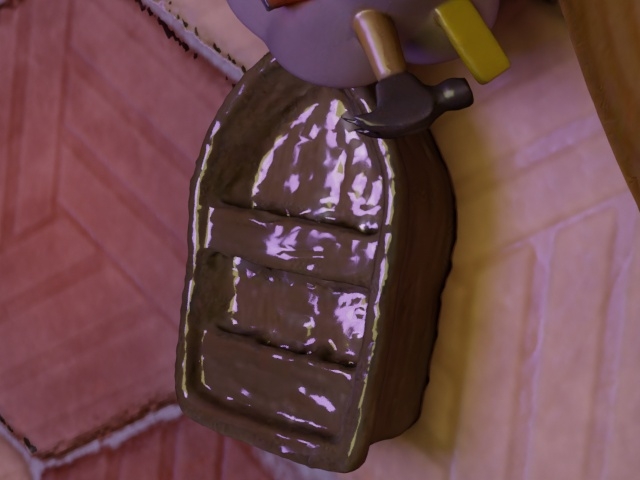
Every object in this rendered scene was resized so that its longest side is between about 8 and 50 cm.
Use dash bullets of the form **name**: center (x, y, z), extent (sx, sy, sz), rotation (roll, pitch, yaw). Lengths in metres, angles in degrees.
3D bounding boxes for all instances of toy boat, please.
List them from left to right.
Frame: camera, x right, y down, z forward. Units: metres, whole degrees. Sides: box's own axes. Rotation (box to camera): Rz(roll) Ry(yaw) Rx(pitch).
- **toy boat**: center (0.000, 0.000, 0.717), extent (0.116, 0.061, 0.188), rotation (14, 101, 36)

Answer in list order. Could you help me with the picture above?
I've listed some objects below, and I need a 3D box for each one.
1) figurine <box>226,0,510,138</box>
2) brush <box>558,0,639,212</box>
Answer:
- **figurine**: center (0.025, -0.148, 0.643), extent (0.112, 0.137, 0.229), rotation (156, 129, -71)
- **brush**: center (0.179, -0.072, 0.536), extent (0.166, 0.174, 0.266), rotation (-29, 55, 17)
